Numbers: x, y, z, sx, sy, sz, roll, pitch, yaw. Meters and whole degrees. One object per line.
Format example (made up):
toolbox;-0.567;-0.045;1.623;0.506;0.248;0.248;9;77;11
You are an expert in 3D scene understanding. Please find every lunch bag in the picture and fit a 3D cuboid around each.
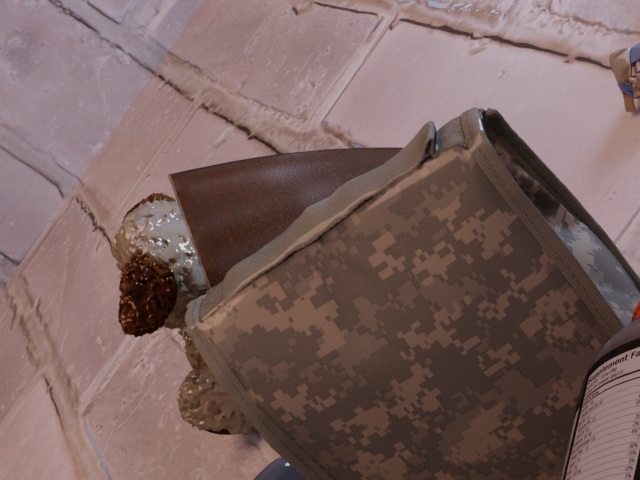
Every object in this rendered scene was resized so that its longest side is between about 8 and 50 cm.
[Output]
lunch bag;0.084;0.066;1.036;0.235;0.287;0.169;-34;27;17

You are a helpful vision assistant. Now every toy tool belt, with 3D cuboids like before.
toy tool belt;0.283;-0.143;1.343;0.083;0.052;0.051;-28;64;57

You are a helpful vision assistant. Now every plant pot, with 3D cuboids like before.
plant pot;0.000;0.000;1.496;0.230;0.215;0.215;-20;21;-5

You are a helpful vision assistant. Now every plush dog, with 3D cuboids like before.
plush dog;-0.120;0.046;1.681;0.210;0.225;0.262;-49;21;17

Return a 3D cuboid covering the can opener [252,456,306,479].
can opener;0.016;0.173;1.390;0.074;0.093;0.280;-26;30;54

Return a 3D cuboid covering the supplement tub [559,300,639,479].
supplement tub;0.209;0.165;0.799;0.193;0.193;0.316;-30;31;50
